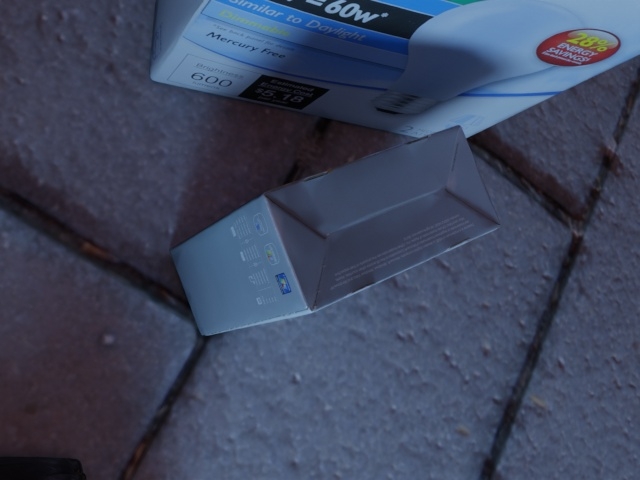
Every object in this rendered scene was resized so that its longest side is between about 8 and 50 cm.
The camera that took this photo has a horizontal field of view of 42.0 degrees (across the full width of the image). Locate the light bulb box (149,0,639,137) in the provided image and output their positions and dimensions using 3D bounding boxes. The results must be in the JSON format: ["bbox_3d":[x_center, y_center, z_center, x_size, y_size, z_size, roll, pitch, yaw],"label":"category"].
[{"bbox_3d":[0.078,-0.263,0.708,0.358,0.361,0.225,8,76,-24],"label":"light bulb box"}]

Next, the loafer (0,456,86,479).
[{"bbox_3d":[-0.264,0.188,0.631,0.170,0.062,0.061,14,35,-16],"label":"loafer"}]

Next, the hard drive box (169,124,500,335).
[{"bbox_3d":[0.000,0.000,0.690,0.181,0.232,0.089,-21,89,-29],"label":"hard drive box"}]
